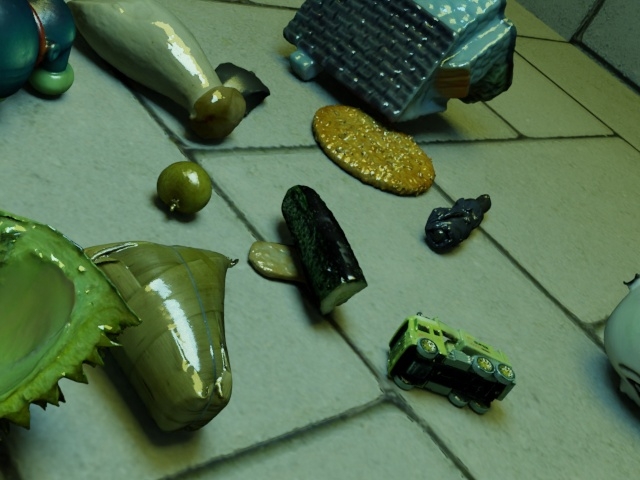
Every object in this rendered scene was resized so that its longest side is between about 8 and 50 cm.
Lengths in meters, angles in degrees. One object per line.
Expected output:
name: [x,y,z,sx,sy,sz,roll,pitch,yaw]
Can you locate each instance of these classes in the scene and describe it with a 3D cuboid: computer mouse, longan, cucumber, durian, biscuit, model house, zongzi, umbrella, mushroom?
computer mouse: [-0.139,-0.269,1.602,0.099,0.057,0.172,33,26,9]
longan: [-0.184,-0.067,1.248,0.075,0.075,0.083,30,46,0]
cucumber: [-0.001,0.001,1.266,0.074,0.074,0.241,12,35,-29]
durian: [-0.360,0.054,0.781,0.394,0.198,0.163,24,31,-6]
biscuit: [-0.033,0.032,1.280,0.147,0.018,0.071,12,37,-31]
model house: [0.142,-0.359,1.825,0.339,0.297,0.360,-39,66,-21]
zongzi: [-0.130,0.097,1.026,0.228,0.115,0.256,50,25,24]
umbrella: [0.249,-0.041,1.592,0.071,0.071,0.248,40,30,17]
mushroom: [-0.259,-0.292,1.474,0.350,0.128,0.128,43,32,13]
biscuit: [0.098,-0.168,1.682,0.253,0.035,0.254,21,31,-14]

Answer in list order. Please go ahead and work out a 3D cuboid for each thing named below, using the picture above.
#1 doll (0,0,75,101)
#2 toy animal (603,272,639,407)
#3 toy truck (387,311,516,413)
doll: [-0.446,-0.273,1.216,0.198,0.186,0.322,33,27,6]
toy animal: [0.577,0.180,1.397,0.310,0.251,0.251,30,29,-14]
toy truck: [0.170,0.153,1.219,0.168,0.077,0.100,19,34,-16]
